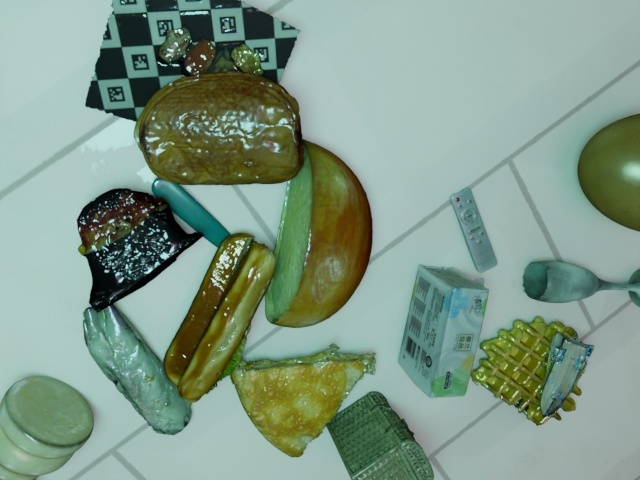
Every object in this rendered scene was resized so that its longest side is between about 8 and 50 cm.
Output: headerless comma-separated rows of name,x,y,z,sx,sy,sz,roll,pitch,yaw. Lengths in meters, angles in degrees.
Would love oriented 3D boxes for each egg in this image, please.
egg,0.683,-0.137,1.082,0.322,0.250,0.250,8,101,-11

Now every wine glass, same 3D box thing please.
wine glass,0.621,0.162,1.149,0.310,0.264,0.096,5,138,-16

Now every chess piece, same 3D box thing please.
chess piece,-0.554,0.399,0.939,0.167,0.167,0.299,39,98,-20

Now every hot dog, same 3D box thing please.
hot dog,-0.163,-0.174,0.895,0.272,0.122,0.196,-3,121,4
hot dog,-0.185,0.149,0.988,0.100,0.135,0.337,19,100,-51

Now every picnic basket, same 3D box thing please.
picnic basket,0.122,0.428,1.099,0.154,0.196,0.134,-30,109,-7

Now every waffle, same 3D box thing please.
waffle,0.495,0.313,1.243,0.309,0.065,0.283,-9,105,-12

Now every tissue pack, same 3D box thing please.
tissue pack,0.268,0.183,1.097,0.145,0.159,0.229,5,102,-17

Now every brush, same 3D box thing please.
brush,-0.230,-0.048,0.977,0.043,0.032,0.193,-47,122,-4

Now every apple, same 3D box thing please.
apple,0.000,0.000,0.980,0.179,0.254,0.346,14,98,14

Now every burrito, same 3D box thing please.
burrito,-0.345,0.244,0.996,0.096,0.066,0.309,-32,110,-11

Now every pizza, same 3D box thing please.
pizza,-0.013,0.305,1.099,0.288,0.075,0.280,-23,114,-6

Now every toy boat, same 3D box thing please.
toy boat,0.533,0.305,1.191,0.084,0.066,0.210,18,106,13

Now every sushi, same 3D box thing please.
sushi,-0.214,-0.302,0.904,0.290,0.050,0.264,17,118,-20
sushi,-0.321,-0.008,0.901,0.172,0.153,0.150,-37,92,19

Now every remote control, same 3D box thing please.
remote control,0.322,-0.021,1.134,0.050,0.027,0.184,-26,104,-9
